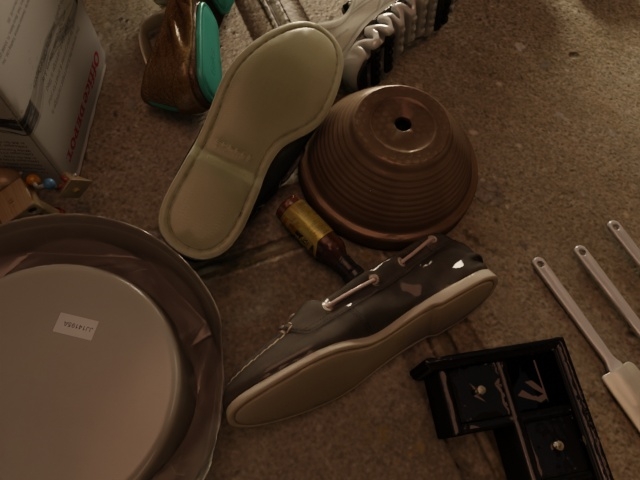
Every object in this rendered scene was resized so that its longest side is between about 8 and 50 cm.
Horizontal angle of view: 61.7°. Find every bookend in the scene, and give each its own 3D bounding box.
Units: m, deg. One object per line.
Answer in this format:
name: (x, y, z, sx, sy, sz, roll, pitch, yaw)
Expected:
bookend: (0.193, 0.195, 0.562, 0.157, 0.072, 0.156, -6, 67, -8)

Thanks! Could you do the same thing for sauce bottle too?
sauce bottle: (0.000, 0.000, 0.649, 0.042, 0.042, 0.128, -37, 72, -19)

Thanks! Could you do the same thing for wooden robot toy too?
wooden robot toy: (-0.354, -0.044, 0.615, 0.173, 0.076, 0.079, -37, 74, -4)

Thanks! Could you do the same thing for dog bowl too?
dog bowl: (-0.258, 0.150, 0.524, 0.349, 0.102, 0.348, 2, 65, -5)

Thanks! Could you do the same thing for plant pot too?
plant pot: (0.093, -0.115, 0.675, 0.237, 0.109, 0.237, 2, 65, -5)

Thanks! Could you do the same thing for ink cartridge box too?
ink cartridge box: (-0.358, -0.227, 0.574, 0.129, 0.307, 0.223, 3, 66, -2)

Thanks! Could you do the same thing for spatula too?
spatula: (0.384, 0.097, 0.657, 0.168, 0.019, 0.242, -25, 69, -10)

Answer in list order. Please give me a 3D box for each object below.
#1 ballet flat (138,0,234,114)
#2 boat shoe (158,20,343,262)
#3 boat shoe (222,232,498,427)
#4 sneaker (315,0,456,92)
ballet flat: (-0.192, -0.323, 0.756, 0.124, 0.116, 0.342, -3, 68, 14)
boat shoe: (-0.085, -0.119, 0.659, 0.127, 0.113, 0.340, 28, 71, -12)
boat shoe: (0.039, 0.088, 0.586, 0.335, 0.112, 0.095, -23, 52, -21)
sneaker: (0.107, -0.342, 0.787, 0.118, 0.110, 0.292, 37, 67, 21)
